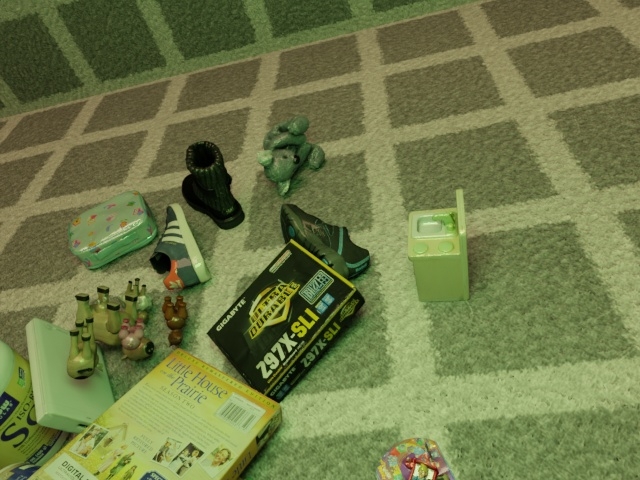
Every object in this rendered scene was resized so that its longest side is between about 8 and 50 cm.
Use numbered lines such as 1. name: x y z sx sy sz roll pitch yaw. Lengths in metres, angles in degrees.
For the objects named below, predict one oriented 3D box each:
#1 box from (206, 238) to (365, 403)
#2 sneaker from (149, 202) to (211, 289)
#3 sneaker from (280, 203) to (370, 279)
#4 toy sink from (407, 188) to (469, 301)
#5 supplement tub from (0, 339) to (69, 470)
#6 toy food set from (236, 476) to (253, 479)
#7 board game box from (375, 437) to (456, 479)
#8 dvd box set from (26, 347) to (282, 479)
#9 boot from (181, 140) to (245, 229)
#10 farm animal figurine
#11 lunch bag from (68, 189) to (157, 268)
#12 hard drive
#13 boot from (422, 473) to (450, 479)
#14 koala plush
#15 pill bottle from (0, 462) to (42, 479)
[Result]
1. box: -0.088 0.185 1.157 0.322 0.079 0.257 -48 50 -8
2. sneaker: -0.457 0.014 1.470 0.148 0.131 0.350 -24 43 -12
3. sneaker: 0.000 0.000 1.355 0.139 0.125 0.341 -21 46 -26
4. toy sink: 0.278 0.015 1.137 0.131 0.234 0.153 -4 46 15
5. supplement tub: -0.750 0.366 1.072 0.241 0.331 0.241 -10 44 10
6. toy food set: -0.159 0.511 0.946 0.082 0.020 0.083 2 47 21
7. board game box: 0.179 0.443 0.886 0.133 0.033 0.169 -22 43 -4
8. dvd box set: -0.318 0.417 0.927 0.307 0.062 0.420 19 40 26
9. boot: -0.387 -0.211 1.578 0.131 0.260 0.348 -40 47 -21
10. farm animal figurine: -0.517 0.238 1.215 0.326 0.172 0.330 18 18 35
11. lunch bag: -0.703 -0.032 1.620 0.279 0.108 0.224 -29 49 -8
12. hard drive: -0.592 0.330 1.149 0.040 0.203 0.307 -44 46 0
13. boot: 0.261 0.479 0.708 0.377 0.138 0.284 -34 45 -8
14. koala plush: -0.125 -0.271 1.615 0.203 0.196 0.221 -7 44 29
15. pill bottle: -0.532 0.543 0.949 0.264 0.153 0.153 1 47 20
